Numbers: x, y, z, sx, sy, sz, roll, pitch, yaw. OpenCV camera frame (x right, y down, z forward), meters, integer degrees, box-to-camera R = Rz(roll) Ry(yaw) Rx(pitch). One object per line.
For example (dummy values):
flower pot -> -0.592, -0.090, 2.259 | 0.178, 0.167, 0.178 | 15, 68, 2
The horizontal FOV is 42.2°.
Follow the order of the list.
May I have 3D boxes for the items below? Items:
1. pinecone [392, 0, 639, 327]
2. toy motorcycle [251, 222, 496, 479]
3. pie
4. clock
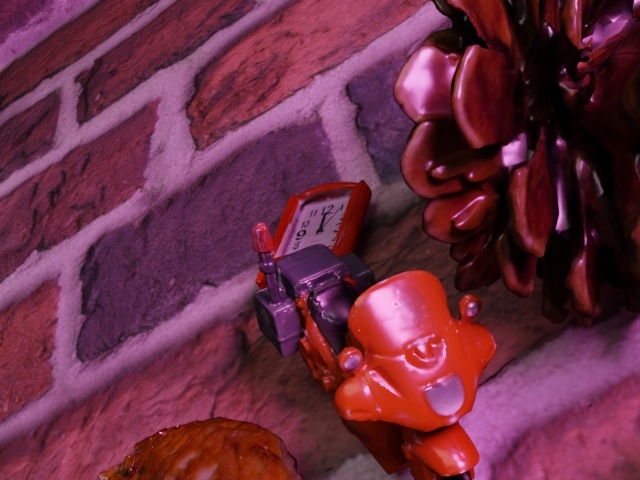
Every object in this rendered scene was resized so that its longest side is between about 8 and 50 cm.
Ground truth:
pinecone -> 0.270, -0.107, 0.658 | 0.384, 0.384, 0.384 | -22, 42, 22
toy motorcycle -> 0.042, 0.099, 0.755 | 0.148, 0.221, 0.326 | -21, 33, -20
pie -> -0.149, 0.300, 0.822 | 0.308, 0.085, 0.308 | -27, 38, 24
clock -> 0.000, 0.000, 1.007 | 0.113, 0.061, 0.155 | -10, 44, 33
